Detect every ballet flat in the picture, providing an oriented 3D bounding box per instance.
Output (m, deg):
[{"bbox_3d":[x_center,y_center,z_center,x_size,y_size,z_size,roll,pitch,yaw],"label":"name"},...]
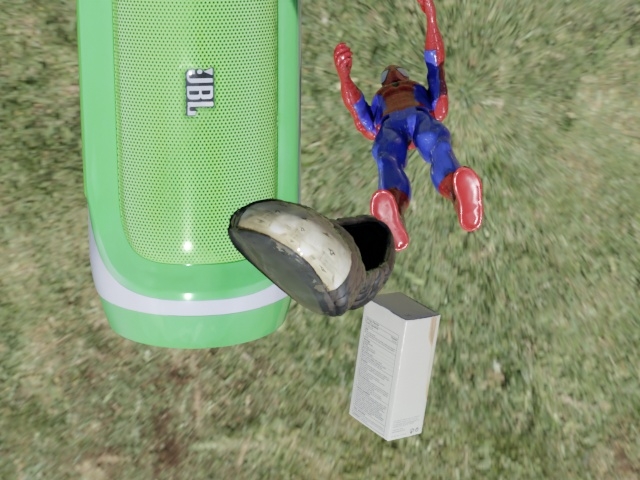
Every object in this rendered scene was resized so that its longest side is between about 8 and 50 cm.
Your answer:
[{"bbox_3d":[0.000,0.000,0.504,0.057,0.173,0.049,40,91,7],"label":"ballet flat"}]

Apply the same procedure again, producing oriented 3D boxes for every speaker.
[{"bbox_3d":[-0.074,-0.094,0.721,0.131,0.131,0.296,2,106,6],"label":"speaker"}]

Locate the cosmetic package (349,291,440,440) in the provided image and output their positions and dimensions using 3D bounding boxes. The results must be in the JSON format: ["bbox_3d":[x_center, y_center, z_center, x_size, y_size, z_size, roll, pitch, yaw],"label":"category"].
[{"bbox_3d":[0.064,0.108,1.090,0.041,0.060,0.115,-6,114,-36],"label":"cosmetic package"}]

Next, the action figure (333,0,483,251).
[{"bbox_3d":[0.062,-0.114,0.969,0.092,0.280,0.139,-14,112,4],"label":"action figure"}]
